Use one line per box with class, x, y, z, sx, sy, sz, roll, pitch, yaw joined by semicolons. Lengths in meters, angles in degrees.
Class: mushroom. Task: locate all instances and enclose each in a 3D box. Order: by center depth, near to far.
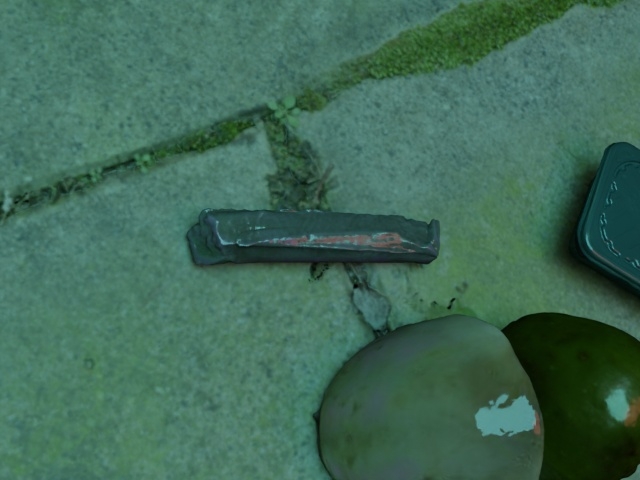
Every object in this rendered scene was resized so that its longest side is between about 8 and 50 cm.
mushroom;0.098;0.187;0.951;0.162;0.173;0.236;-6;80;-20

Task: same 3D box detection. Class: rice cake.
rice cake;0.000;0.000;1.027;0.269;0.049;0.055;0;55;-21

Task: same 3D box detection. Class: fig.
fig;0.250;0.157;1.014;0.191;0.181;0.181;42;64;18

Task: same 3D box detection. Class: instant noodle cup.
instant noodle cup;0.366;-0.007;1.157;0.179;0.070;0.157;30;67;-11
